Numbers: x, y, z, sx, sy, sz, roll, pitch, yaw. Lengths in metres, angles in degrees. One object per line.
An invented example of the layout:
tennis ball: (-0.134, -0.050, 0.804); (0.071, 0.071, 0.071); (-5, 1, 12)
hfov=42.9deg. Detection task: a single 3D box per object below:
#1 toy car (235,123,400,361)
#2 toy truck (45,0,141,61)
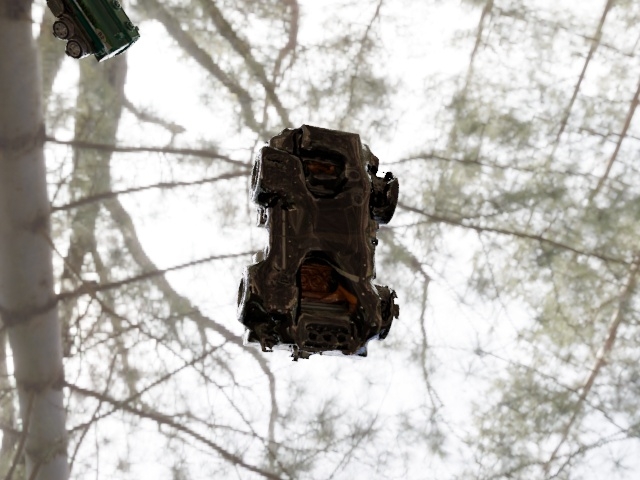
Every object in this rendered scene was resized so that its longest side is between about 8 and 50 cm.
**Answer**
toy car: (0.000, -0.001, 1.011); (0.193, 0.118, 0.301); (8, -110, -14)
toy truck: (-0.155, -0.157, 0.532); (0.044, 0.083, 0.039); (-25, -166, 29)
